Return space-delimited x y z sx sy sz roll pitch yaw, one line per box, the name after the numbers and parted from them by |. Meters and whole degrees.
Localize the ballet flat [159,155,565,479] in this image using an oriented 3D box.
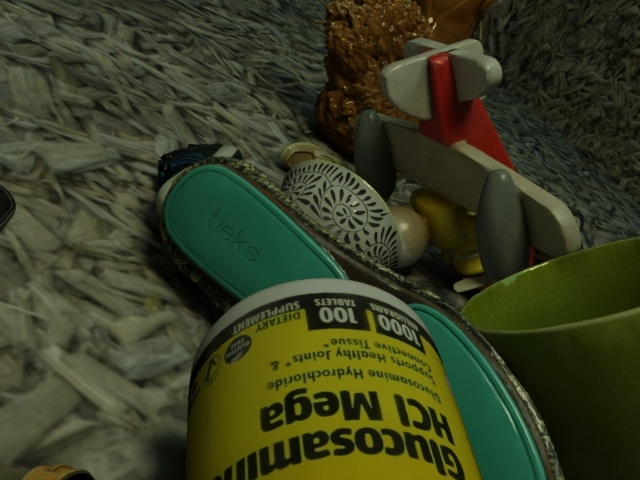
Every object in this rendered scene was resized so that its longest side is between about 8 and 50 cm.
0.040 0.097 0.764 0.483 0.164 0.182 42 2 24 | ballet flat

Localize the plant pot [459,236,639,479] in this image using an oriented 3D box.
0.308 0.170 0.767 0.275 0.275 0.293 -30 102 -65 | plant pot

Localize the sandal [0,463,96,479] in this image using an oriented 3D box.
-0.150 0.166 0.482 0.180 0.049 0.072 23 25 -22 | sandal

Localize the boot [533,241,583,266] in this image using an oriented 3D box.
0.337 0.033 1.368 0.219 0.106 0.082 19 39 40 | boot

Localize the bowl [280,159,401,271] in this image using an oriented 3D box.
0.000 0.000 0.912 0.170 0.170 0.080 38 53 11 | bowl

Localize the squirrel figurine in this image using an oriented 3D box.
0.160 -0.331 1.451 0.281 0.370 0.397 40 24 15 | squirrel figurine

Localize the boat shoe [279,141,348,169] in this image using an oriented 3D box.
-0.002 -0.113 1.224 0.135 0.050 0.045 10 27 -43 | boat shoe

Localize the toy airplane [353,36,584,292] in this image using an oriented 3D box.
0.167 -0.079 1.096 0.384 0.272 0.386 50 -6 11 | toy airplane

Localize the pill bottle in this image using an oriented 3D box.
0.013 0.187 0.470 0.188 0.188 0.334 24 27 -22 | pill bottle

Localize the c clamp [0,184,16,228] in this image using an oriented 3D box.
-0.337 -0.043 0.696 0.137 0.022 0.160 31 21 -19 | c clamp

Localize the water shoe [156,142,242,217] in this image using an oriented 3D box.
-0.157 -0.064 0.930 0.080 0.072 0.203 10 20 12 | water shoe
